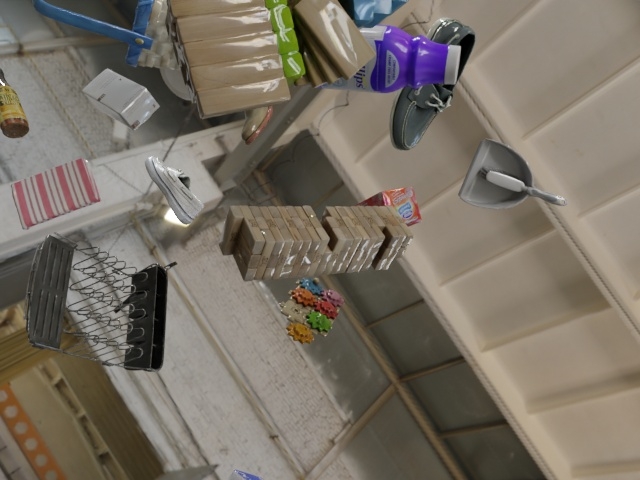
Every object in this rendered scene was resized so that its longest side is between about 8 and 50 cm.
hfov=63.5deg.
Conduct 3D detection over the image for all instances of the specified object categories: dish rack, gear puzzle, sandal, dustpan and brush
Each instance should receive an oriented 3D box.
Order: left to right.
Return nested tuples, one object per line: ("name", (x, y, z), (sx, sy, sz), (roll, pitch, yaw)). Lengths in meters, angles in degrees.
("dish rack", (-0.375, 0.109, 0.890), (0.074, 0.271, 0.208), (-14, -117, 16))
("sandal", (-0.405, 0.117, 1.223), (0.040, 0.179, 0.067), (47, -19, -4))
("gear puzzle", (-0.032, 0.212, 1.611), (0.175, 0.339, 0.044), (29, -63, 4))
("dustpan and brush", (0.428, -0.120, 1.125), (0.211, 0.060, 0.147), (19, -74, -1))

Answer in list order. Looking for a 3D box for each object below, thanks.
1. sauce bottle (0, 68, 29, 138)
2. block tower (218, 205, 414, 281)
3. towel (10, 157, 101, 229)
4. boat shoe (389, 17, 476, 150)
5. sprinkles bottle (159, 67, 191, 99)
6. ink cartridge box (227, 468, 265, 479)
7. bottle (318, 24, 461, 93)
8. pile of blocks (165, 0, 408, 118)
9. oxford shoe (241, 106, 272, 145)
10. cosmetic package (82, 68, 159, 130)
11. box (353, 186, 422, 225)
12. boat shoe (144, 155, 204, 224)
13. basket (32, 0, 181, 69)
("sauce bottle", (-0.504, -0.223, 0.824), (0.128, 0.042, 0.042), (59, -43, 16))
("block tower", (0.000, 0.000, 0.909), (0.097, 0.335, 0.091), (60, -41, 39))
("towel", (-0.660, -0.117, 1.293), (0.029, 0.197, 0.144), (87, -23, -62))
("boat shoe", (0.261, -0.353, 1.212), (0.099, 0.116, 0.319), (39, -66, 43))
("sprinkles bottle", (-0.226, -0.464, 1.249), (0.121, 0.355, 0.121), (20, -45, 21))
("ink cartridge box", (-0.076, 0.495, 0.939), (0.207, 0.046, 0.097), (16, -20, 40))
("bottle", (0.110, -0.333, 0.955), (0.283, 0.092, 0.118), (10, -47, 13))
("pile of blocks", (0.000, -0.244, 0.535), (0.149, 0.362, 0.112), (52, -14, -15))
("oxford shoe", (-0.240, -0.473, 1.800), (0.130, 0.348, 0.123), (32, -45, -27))
("cosmetic package", (-0.622, -0.441, 1.608), (0.231, 0.117, 0.085), (29, -18, 32))
("box", (0.201, -0.080, 1.720), (0.257, 0.128, 0.122), (-25, -103, 61))
("boat shoe", (-0.355, -0.138, 1.286), (0.076, 0.083, 0.226), (-38, -112, 3))
("basket", (-0.306, -0.423, 0.882), (0.201, 0.289, 0.254), (-37, -137, 49))
